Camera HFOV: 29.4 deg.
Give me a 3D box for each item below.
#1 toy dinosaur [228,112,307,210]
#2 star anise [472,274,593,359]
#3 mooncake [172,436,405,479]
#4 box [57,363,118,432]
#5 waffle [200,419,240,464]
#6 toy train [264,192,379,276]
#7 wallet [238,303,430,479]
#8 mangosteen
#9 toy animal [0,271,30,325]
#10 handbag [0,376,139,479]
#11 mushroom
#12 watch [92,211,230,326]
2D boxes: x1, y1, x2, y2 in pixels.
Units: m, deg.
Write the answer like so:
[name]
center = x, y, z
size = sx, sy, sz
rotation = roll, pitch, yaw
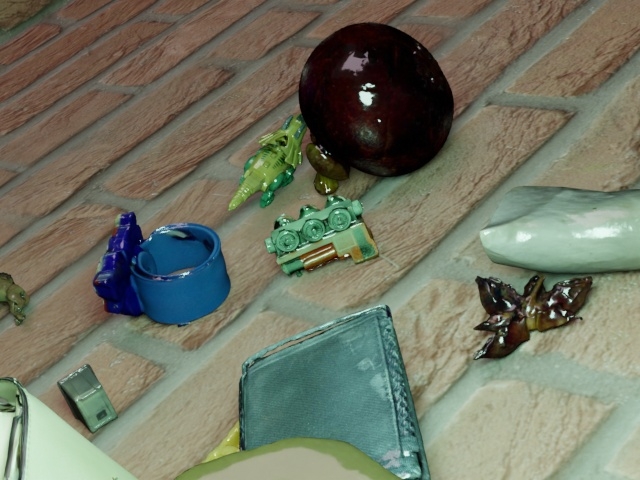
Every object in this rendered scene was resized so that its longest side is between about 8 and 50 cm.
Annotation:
[toy dinosaur]
center = -0.105, -0.124, 2.267
size = 0.094, 0.153, 0.259
rotation = 33, 59, 7
[star anise]
center = 0.289, 0.094, 1.754
size = 0.212, 0.054, 0.157
rotation = -25, 33, -4
[mooncake]
center = -0.031, 0.401, 1.266
size = 0.378, 0.201, 0.378
rotation = -9, 45, 9
[box]
center = -0.357, 0.246, 1.882
size = 0.060, 0.085, 0.063
rotation = -31, 37, -17
[waffle]
center = -0.090, 0.344, 1.581
size = 0.221, 0.055, 0.248
rotation = 10, 42, 42
[toy train]
center = 0.000, 0.000, 2.034
size = 0.175, 0.118, 0.074
rotation = -24, 24, 2
[wallet]
center = 0.008, 0.237, 1.578
size = 0.237, 0.075, 0.342
rotation = -21, 32, 8
[mangosteen]
center = 0.090, -0.246, 2.210
size = 0.293, 0.297, 0.297
rotation = -24, 19, 48
[toy animal]
center = -0.592, 0.108, 2.268
size = 0.086, 0.069, 0.219
rotation = -23, 30, -23
[handbag]
center = -0.288, 0.341, 1.363
size = 0.160, 0.358, 0.237
rotation = -12, 51, 22
[mushroom]
center = 0.442, -0.006, 1.741
size = 0.397, 0.126, 0.177
rotation = 1, 21, 25
[watch]
center = -0.260, 0.056, 2.073
size = 0.200, 0.171, 0.196
rotation = -3, 45, 8
